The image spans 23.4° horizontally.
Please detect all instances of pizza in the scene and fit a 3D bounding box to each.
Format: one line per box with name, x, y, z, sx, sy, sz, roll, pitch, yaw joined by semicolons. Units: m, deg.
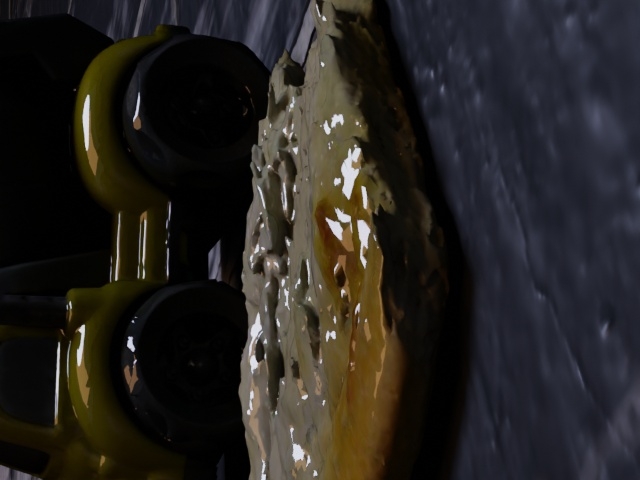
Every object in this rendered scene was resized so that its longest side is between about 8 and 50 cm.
pizza;0.000;0.000;0.554;0.181;0.034;0.262;127;144;-63

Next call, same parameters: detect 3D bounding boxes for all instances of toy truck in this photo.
toy truck;-0.109;0.012;0.687;0.147;0.165;0.224;134;137;-64
